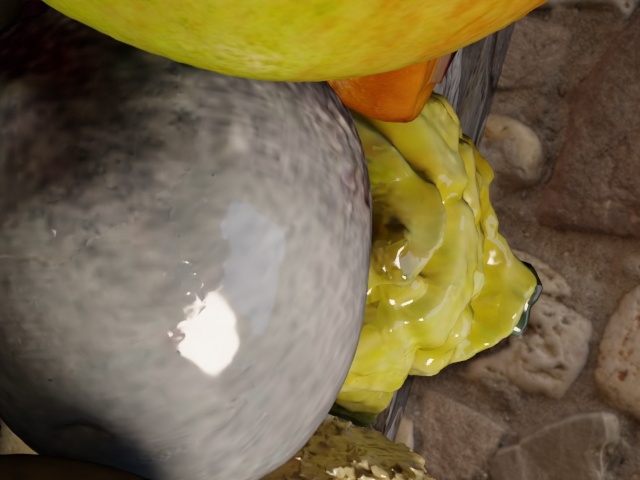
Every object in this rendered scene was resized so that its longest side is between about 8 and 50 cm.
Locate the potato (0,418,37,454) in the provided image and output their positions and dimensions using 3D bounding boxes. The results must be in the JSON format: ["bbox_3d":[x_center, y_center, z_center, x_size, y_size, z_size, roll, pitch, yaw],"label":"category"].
[{"bbox_3d":[-0.152,0.179,1.022,0.117,0.182,0.202,-40,-152,27],"label":"potato"}]

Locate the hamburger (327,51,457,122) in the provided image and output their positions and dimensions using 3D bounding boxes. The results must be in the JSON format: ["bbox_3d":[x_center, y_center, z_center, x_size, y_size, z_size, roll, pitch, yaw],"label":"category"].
[{"bbox_3d":[0.009,-0.224,0.997,0.291,0.225,0.291,22,90,-83],"label":"hamburger"}]

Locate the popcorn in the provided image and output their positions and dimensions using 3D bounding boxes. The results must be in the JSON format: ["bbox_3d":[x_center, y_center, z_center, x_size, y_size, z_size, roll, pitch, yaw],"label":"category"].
[{"bbox_3d":[-0.002,0.000,1.227,0.237,0.293,0.293,-43,147,-81],"label":"popcorn"}]

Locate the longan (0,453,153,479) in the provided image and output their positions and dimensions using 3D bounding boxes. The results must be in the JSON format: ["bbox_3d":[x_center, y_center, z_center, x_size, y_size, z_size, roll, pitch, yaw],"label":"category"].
[{"bbox_3d":[-0.128,0.239,0.768,0.297,0.297,0.297,15,90,-79],"label":"longan"}]

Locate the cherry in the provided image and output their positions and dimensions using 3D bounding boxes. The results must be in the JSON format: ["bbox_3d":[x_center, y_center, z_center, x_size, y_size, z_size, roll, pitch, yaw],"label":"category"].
[{"bbox_3d":[-0.083,-0.001,0.882,0.296,0.218,0.255,61,42,-62],"label":"cherry"}]

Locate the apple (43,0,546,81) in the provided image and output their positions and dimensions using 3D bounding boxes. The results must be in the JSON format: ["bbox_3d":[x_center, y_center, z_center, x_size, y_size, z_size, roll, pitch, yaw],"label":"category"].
[{"bbox_3d":[-0.006,-0.223,0.655,0.339,0.339,0.339,15,90,-79],"label":"apple"}]

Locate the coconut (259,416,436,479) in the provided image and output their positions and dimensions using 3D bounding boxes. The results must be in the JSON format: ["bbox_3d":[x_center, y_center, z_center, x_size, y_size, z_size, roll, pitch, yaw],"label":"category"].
[{"bbox_3d":[-0.057,0.276,1.203,0.297,0.309,0.297,166,-90,-79],"label":"coconut"}]
